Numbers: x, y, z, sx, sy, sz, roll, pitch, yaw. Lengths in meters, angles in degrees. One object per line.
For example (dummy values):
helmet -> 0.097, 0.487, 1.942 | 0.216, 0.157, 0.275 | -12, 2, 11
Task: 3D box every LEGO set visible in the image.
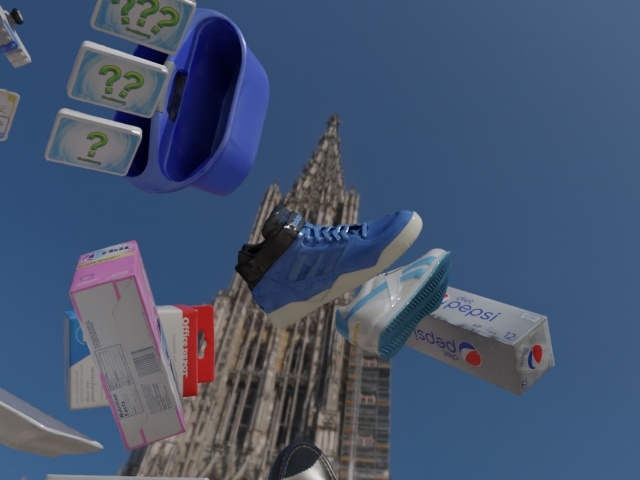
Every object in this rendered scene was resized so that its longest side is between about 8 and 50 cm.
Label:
LEGO set -> -0.236, -0.141, 0.513 | 0.244, 0.060, 0.182 | 12, -57, -35

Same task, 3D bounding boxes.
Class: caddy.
caddy -> -0.234, -0.236, 1.159 | 0.241, 0.341, 0.179 | 7, -11, 23

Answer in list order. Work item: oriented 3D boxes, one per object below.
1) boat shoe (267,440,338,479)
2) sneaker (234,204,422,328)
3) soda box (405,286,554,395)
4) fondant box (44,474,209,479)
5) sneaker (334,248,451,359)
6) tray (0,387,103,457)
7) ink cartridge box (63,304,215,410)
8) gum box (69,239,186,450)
boat shoe -> -0.012, 0.376, 0.765 | 0.112, 0.335, 0.095 | 15, -48, -11
sneaker -> 0.000, 0.000, 0.527 | 0.152, 0.058, 0.084 | -32, -79, 19
soda box -> 0.239, 0.150, 1.099 | 0.286, 0.091, 0.098 | 16, -51, 52
fondant box -> -0.325, 0.524, 1.225 | 0.331, 0.096, 0.238 | -5, -40, 15
sneaker -> 0.113, 0.072, 0.934 | 0.092, 0.229, 0.087 | 19, -53, 33
tray -> -0.328, 0.122, 0.573 | 0.270, 0.030, 0.145 | 25, -20, 11
ink cartridge box -> -0.261, 0.169, 0.989 | 0.231, 0.078, 0.134 | -1, -89, -27
gum box -> -0.191, 0.108, 0.670 | 0.062, 0.107, 0.188 | -15, -70, -10
